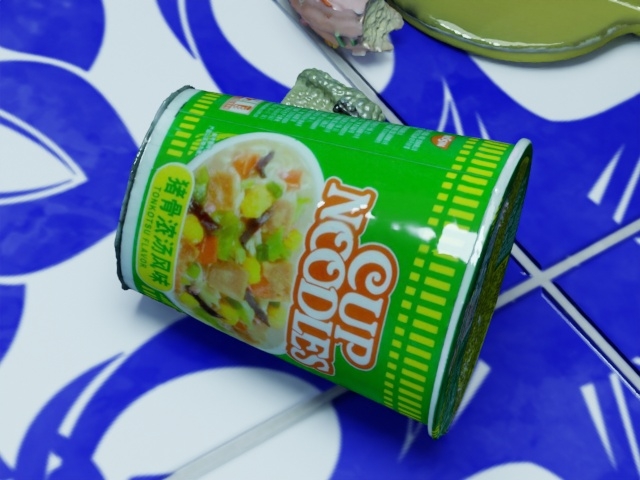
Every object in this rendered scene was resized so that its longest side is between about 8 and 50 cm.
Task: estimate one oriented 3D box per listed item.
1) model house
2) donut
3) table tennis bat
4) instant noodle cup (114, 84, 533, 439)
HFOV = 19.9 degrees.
[{"bbox_3d":[-0.008,-0.072,1.316,0.079,0.066,0.083,34,54,17],"label":"model house"},{"bbox_3d":[0.022,-0.221,1.429,0.117,0.065,0.166,17,63,22],"label":"donut"},{"bbox_3d":[0.214,-0.209,1.493,0.369,0.054,0.224,19,51,8],"label":"table tennis bat"},{"bbox_3d":[0.000,0.000,1.196,0.233,0.207,0.207,16,50,11],"label":"instant noodle cup"}]
